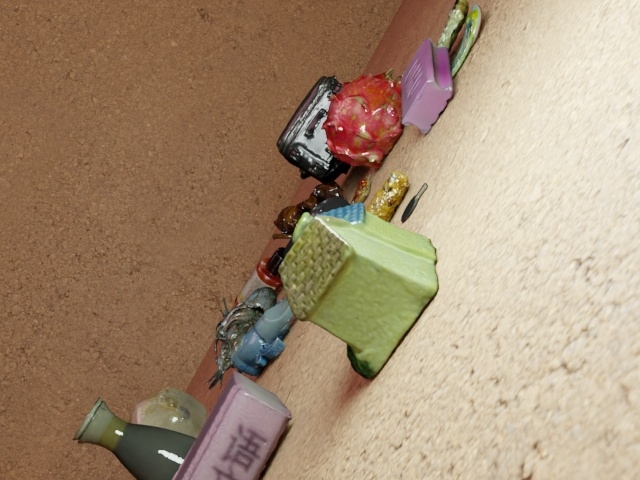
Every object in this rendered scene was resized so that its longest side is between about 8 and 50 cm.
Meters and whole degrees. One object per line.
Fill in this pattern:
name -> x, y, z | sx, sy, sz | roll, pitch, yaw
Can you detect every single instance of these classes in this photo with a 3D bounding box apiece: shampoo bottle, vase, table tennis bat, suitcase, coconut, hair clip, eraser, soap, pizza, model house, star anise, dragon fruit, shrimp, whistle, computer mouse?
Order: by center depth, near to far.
model house -> 0.037, 0.048, 1.093 | 0.195, 0.189, 0.214 | -54, 10, 22
table tennis bat -> 0.164, -0.067, 1.365 | 0.083, 0.007, 0.050 | -58, 7, 28
eraser -> -0.197, 0.433, 1.407 | 0.359, 0.122, 0.272 | -60, 8, -6
soap -> 0.222, -0.327, 1.634 | 0.203, 0.065, 0.122 | -83, 19, -53
hair clip -> 0.307, -0.417, 1.658 | 0.060, 0.033, 0.188 | -137, 69, -79
computer mouse -> 0.000, 0.000, 1.780 | 0.217, 0.122, 0.073 | -57, -16, 24
whistle -> -0.132, 0.237, 1.894 | 0.269, 0.093, 0.180 | -49, 18, 25
vase -> -0.439, 0.516, 1.909 | 0.173, 0.321, 0.173 | -59, 7, 12
dragon fruit -> 0.118, -0.309, 1.911 | 0.268, 0.210, 0.205 | -53, 26, 7
pizza -> 0.090, -0.106, 1.919 | 0.099, 0.029, 0.100 | -56, 8, 34
coconut -> -0.419, 0.523, 2.148 | 0.230, 0.227, 0.227 | -54, 10, 35
star anise -> -0.022, -0.074, 2.167 | 0.220, 0.126, 0.190 | -33, 15, 15
shrimp -> -0.237, 0.251, 2.179 | 0.137, 0.172, 0.372 | -47, 7, 39
suitcase -> 0.018, -0.301, 2.233 | 0.283, 0.194, 0.434 | -56, -6, 4
shampoo bottle -> -0.170, 0.129, 2.446 | 0.278, 0.104, 0.104 | -54, 10, 37

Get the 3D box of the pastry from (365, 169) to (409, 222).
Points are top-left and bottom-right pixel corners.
pastry -> 0.120, -0.068, 1.481 | 0.140, 0.056, 0.080 | -61, -4, 4

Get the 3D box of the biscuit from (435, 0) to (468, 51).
biscuit -> 0.280, -0.438, 1.783 | 0.187, 0.036, 0.274 | -59, -6, -52
